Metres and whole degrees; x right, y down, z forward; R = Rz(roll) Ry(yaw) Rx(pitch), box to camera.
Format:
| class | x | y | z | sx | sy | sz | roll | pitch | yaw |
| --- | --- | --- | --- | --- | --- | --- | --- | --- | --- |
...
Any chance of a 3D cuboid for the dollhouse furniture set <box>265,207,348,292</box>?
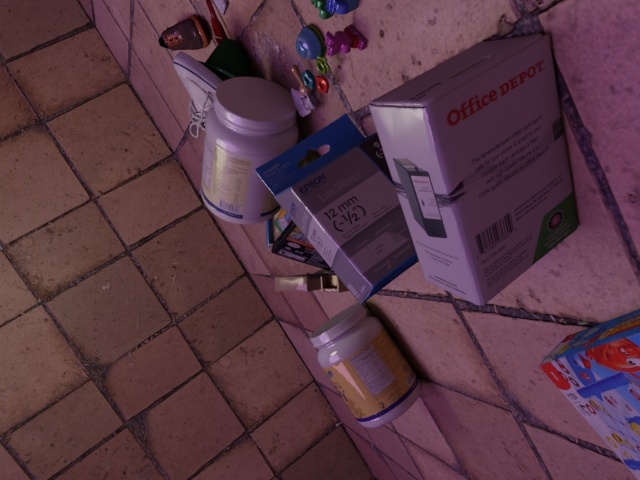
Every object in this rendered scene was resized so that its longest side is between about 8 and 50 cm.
| class | x | y | z | sx | sy | sz | roll | pitch | yaw |
| --- | --- | --- | --- | --- | --- | --- | --- | --- | --- |
| dollhouse furniture set | 0.000 | 0.000 | 1.577 | 0.286 | 0.198 | 0.304 | -4 | 90 | 39 |

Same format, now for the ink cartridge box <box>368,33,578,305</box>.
| class | x | y | z | sx | sy | sz | roll | pitch | yaw |
| --- | --- | --- | --- | --- | --- | --- | --- | --- | --- |
| ink cartridge box | 0.216 | -0.096 | 0.683 | 0.121 | 0.211 | 0.289 | 27 | 145 | 57 |

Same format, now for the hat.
| class | x | y | z | sx | sy | sz | roll | pitch | yaw |
| --- | --- | --- | --- | --- | --- | --- | --- | --- | --- |
| hat | -0.222 | -0.518 | 1.349 | 0.208 | 0.184 | 0.173 | 22 | -176 | -39 |

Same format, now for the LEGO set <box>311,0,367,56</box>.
| class | x | y | z | sx | sy | sz | roll | pitch | yaw |
| --- | --- | --- | --- | --- | --- | --- | --- | --- | --- |
| LEGO set | -0.019 | -0.426 | 0.891 | 0.227 | 0.093 | 0.087 | 51 | 160 | 15 |

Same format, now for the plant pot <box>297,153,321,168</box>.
| class | x | y | z | sx | sy | sz | roll | pitch | yaw |
| --- | --- | --- | --- | --- | --- | --- | --- | --- | --- |
| plant pot | -0.027 | -0.187 | 1.336 | 0.083 | 0.083 | 0.079 | 54 | 149 | 7 |

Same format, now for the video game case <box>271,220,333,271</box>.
| class | x | y | z | sx | sy | sz | roll | pitch | yaw |
| --- | --- | --- | --- | --- | --- | --- | --- | --- | --- |
| video game case | 0.045 | 0.014 | 1.217 | 0.274 | 0.035 | 0.248 | 18 | 154 | -15 |

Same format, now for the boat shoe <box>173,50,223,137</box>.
| class | x | y | z | sx | sy | sz | roll | pitch | yaw |
| --- | --- | --- | --- | --- | --- | --- | --- | --- | --- |
| boat shoe | -0.302 | -0.350 | 1.398 | 0.135 | 0.157 | 0.367 | 34 | 176 | 30 |

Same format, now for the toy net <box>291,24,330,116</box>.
| class | x | y | z | sx | sy | sz | roll | pitch | yaw |
| --- | --- | --- | --- | --- | --- | --- | --- | --- | --- |
| toy net | -0.014 | -0.344 | 1.096 | 0.122 | 0.045 | 0.232 | 49 | 161 | 16 |

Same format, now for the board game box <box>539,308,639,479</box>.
| class | x | y | z | sx | sy | sz | roll | pitch | yaw |
| --- | --- | --- | --- | --- | --- | --- | --- | --- | --- |
| board game box | 0.513 | 0.247 | 0.706 | 0.308 | 0.086 | 0.302 | 51 | 161 | 15 |

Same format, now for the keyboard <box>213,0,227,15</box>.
| class | x | y | z | sx | sy | sz | roll | pitch | yaw |
| --- | --- | --- | --- | --- | --- | --- | --- | --- | --- |
| keyboard | -0.308 | -0.698 | 1.272 | 0.256 | 0.014 | 0.072 | 60 | 160 | -11 |

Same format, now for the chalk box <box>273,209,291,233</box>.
| class | x | y | z | sx | sy | sz | roll | pitch | yaw |
| --- | --- | --- | --- | --- | --- | --- | --- | --- | --- |
| chalk box | -0.025 | -0.050 | 1.358 | 0.132 | 0.132 | 0.213 | 53 | 139 | 9 |

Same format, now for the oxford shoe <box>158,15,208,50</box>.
| class | x | y | z | sx | sy | sz | roll | pitch | yaw |
| --- | --- | --- | --- | --- | --- | --- | --- | --- | --- |
| oxford shoe | -0.422 | -0.616 | 1.544 | 0.271 | 0.098 | 0.097 | 25 | 144 | 57 |

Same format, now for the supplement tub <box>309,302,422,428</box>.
| class | x | y | z | sx | sy | sz | roll | pitch | yaw |
| --- | --- | --- | --- | --- | --- | --- | --- | --- | --- |
| supplement tub | 0.139 | 0.390 | 1.604 | 0.332 | 0.241 | 0.241 | 56 | 161 | 1 |

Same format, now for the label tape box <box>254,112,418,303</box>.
| class | x | y | z | sx | sy | sz | roll | pitch | yaw |
| --- | --- | --- | --- | --- | --- | --- | --- | --- | --- |
| label tape box | 0.071 | -0.094 | 0.969 | 0.348 | 0.249 | 0.115 | 51 | 161 | 13 |

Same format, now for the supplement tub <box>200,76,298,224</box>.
| class | x | y | z | sx | sy | sz | roll | pitch | yaw |
| --- | --- | --- | --- | --- | --- | --- | --- | --- | --- |
| supplement tub | -0.186 | -0.229 | 1.316 | 0.235 | 0.235 | 0.325 | 46 | 140 | 26 |

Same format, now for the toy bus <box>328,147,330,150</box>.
| class | x | y | z | sx | sy | sz | roll | pitch | yaw |
| --- | --- | --- | --- | --- | --- | --- | --- | --- | --- |
| toy bus | 0.029 | -0.105 | 1.144 | 0.104 | 0.202 | 0.191 | 46 | 164 | 24 |
